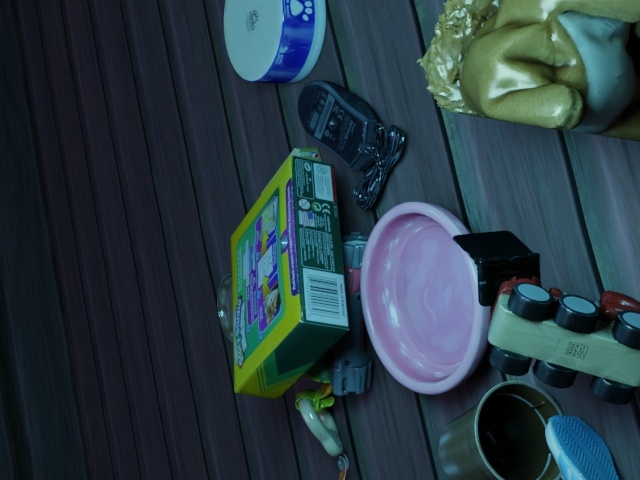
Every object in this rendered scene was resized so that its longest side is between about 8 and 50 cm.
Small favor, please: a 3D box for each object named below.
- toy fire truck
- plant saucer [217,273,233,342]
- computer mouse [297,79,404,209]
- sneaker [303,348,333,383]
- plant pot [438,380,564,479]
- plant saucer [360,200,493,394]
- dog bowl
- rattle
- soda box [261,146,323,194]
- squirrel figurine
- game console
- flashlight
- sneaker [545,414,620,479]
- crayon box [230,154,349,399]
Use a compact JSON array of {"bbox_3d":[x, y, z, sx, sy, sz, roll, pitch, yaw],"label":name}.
[{"bbox_3d":[0.349,0.117,1.400,0.246,0.217,0.159,-64,-12,-64],"label":"toy fire truck"},{"bbox_3d":[-0.201,0.164,2.386,0.168,0.029,0.169,12,104,58],"label":"plant saucer"},{"bbox_3d":[0.061,-0.206,1.893,0.272,0.072,0.188,47,131,28],"label":"computer mouse"},{"bbox_3d":[-0.022,0.149,2.003,0.123,0.109,0.296,-46,46,44],"label":"sneaker"},{"bbox_3d":[0.276,0.321,1.542,0.165,0.167,0.167,133,125,-60],"label":"plant pot"},{"bbox_3d":[0.193,0.096,1.701,0.332,0.084,0.332,14,107,56],"label":"plant saucer"},{"bbox_3d":[-0.100,-0.464,2.071,0.265,0.104,0.265,13,105,57],"label":"dog bowl"},{"bbox_3d":[0.048,0.373,2.019,0.200,0.142,0.130,57,173,14],"label":"rattle"},{"bbox_3d":[-0.059,-0.124,2.094,0.181,0.058,0.061,-49,54,50],"label":"soda box"},{"bbox_3d":[0.305,-0.338,1.302,0.397,0.281,0.371,20,105,53],"label":"squirrel figurine"},{"bbox_3d":[0.273,0.042,1.529,0.071,0.122,0.107,4,98,58],"label":"game console"},{"bbox_3d":[0.068,0.139,1.899,0.103,0.103,0.304,-114,23,-72],"label":"flashlight"},{"bbox_3d":[0.386,0.360,1.428,0.229,0.087,0.092,65,145,32],"label":"sneaker"},{"bbox_3d":[-0.069,0.075,1.891,0.313,0.106,0.363,129,144,-49],"label":"crayon box"}]
